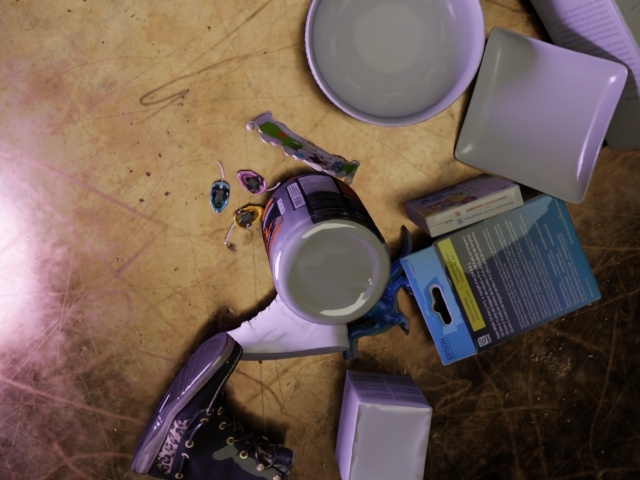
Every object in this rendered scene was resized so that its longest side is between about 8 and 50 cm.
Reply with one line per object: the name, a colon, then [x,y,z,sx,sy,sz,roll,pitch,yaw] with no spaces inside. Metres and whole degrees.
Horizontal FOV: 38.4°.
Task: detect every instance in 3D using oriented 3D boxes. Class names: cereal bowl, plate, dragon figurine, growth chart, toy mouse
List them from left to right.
toy mouse: [-0.165,-0.097,1.827,0.161,0.031,0.143,-35,101,0]
growth chart: [-0.030,-0.177,1.765,0.237,0.172,0.021,29,110,-7]
dragon figurine: [0.111,0.113,1.861,0.143,0.085,0.289,6,100,-7]
cereal bowl: [0.135,-0.387,1.758,0.338,0.141,0.339,-1,99,-5]
plate: [0.424,-0.244,1.782,0.278,0.045,0.277,24,113,24]

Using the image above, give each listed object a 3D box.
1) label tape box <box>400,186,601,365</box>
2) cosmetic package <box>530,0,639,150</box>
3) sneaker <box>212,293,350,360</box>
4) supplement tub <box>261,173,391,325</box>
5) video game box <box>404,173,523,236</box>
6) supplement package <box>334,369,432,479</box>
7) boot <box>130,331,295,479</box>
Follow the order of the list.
label tape box: [0.356,0.067,1.869,0.347,0.115,0.249,-24,100,1]
cosmetic package: [0.572,-0.405,1.744,0.161,0.230,0.453,-34,102,-14]
sneaker: [-0.089,0.150,1.850,0.292,0.108,0.169,-7,74,10]
supplement tub: [0.000,0.000,1.693,0.207,0.338,0.207,-3,109,-7]
video game box: [0.274,-0.071,1.789,0.187,0.205,0.048,-17,102,-2]
supplement package: [0.122,0.387,1.846,0.149,0.203,0.194,6,99,-7]
boot: [-0.178,0.376,1.820,0.284,0.138,0.377,30,112,-12]
